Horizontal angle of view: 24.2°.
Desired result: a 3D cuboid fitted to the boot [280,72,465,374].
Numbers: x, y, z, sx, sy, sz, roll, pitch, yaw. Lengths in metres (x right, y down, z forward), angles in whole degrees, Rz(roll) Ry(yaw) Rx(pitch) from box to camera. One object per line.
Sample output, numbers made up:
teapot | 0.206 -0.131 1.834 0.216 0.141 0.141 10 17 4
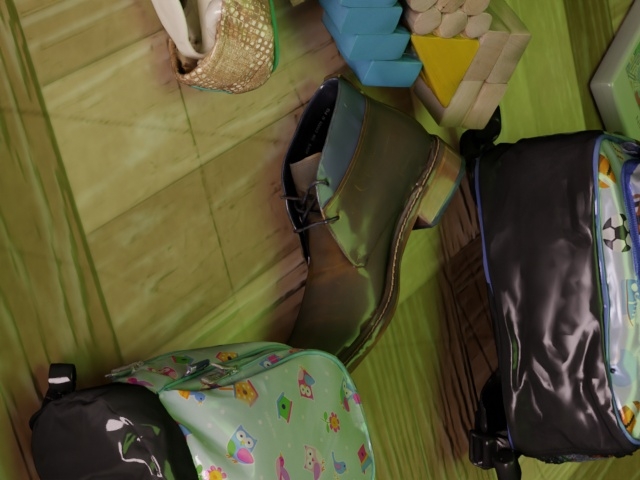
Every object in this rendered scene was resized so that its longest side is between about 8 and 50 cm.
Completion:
boot | 0.000 0.000 0.934 0.106 0.082 0.219 40 61 -21

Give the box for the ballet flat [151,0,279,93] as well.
ballet flat | -0.069 -0.180 0.822 0.067 0.073 0.206 -19 103 -37

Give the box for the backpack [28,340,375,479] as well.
backpack | -0.056 0.124 0.805 0.182 0.115 0.152 -19 104 -55

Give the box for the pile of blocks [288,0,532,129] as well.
pile of blocks | 0.027 -0.204 0.928 0.149 0.112 0.362 -28 143 -3

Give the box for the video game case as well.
video game case | 0.328 -0.135 1.396 0.227 0.026 0.206 -57 133 -36

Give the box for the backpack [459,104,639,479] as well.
backpack | 0.237 0.037 1.140 0.263 0.213 0.276 3 86 -64
